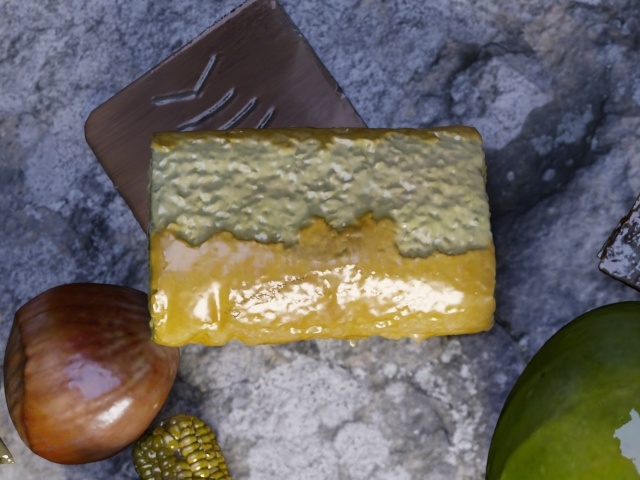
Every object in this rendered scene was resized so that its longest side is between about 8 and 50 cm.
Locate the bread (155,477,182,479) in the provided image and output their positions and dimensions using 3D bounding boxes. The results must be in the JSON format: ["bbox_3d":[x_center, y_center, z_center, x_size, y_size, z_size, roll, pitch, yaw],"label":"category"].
[{"bbox_3d":[-0.179,0.392,1.668,0.141,0.178,0.266,-13,90,10],"label":"bread"}]

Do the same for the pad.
[{"bbox_3d":[-0.103,-0.109,1.857,0.286,0.018,0.284,-36,73,4],"label":"pad"}]

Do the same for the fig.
[{"bbox_3d":[0.294,0.225,1.576,0.316,0.316,0.316,-2,78,11],"label":"fig"}]

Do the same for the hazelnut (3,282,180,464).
[{"bbox_3d":[-0.249,0.140,1.752,0.214,0.176,0.214,-12,58,20],"label":"hazelnut"}]

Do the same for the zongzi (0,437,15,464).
[{"bbox_3d":[-0.533,0.206,1.827,0.274,0.145,0.300,-36,80,7],"label":"zongzi"}]

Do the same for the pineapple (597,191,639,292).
[{"bbox_3d":[0.384,-0.002,1.687,0.186,0.114,0.236,-12,79,9],"label":"pineapple"}]

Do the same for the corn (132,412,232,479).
[{"bbox_3d":[-0.123,0.329,1.732,0.101,0.101,0.292,-22,75,7],"label":"corn"}]

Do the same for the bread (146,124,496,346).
[{"bbox_3d":[0.000,0.000,1.704,0.375,0.165,0.237,-3,70,-7],"label":"bread"}]
